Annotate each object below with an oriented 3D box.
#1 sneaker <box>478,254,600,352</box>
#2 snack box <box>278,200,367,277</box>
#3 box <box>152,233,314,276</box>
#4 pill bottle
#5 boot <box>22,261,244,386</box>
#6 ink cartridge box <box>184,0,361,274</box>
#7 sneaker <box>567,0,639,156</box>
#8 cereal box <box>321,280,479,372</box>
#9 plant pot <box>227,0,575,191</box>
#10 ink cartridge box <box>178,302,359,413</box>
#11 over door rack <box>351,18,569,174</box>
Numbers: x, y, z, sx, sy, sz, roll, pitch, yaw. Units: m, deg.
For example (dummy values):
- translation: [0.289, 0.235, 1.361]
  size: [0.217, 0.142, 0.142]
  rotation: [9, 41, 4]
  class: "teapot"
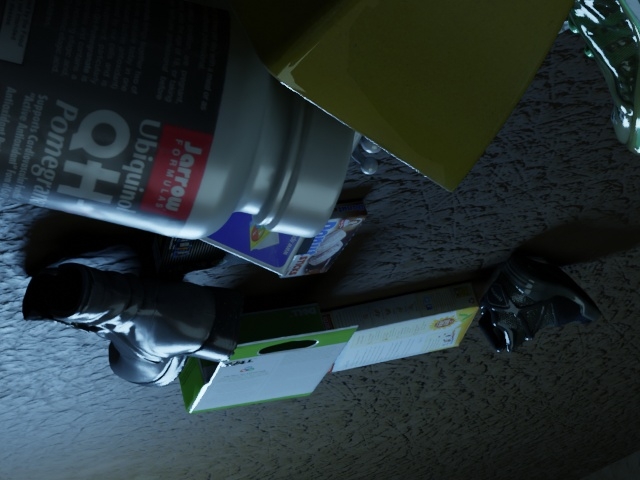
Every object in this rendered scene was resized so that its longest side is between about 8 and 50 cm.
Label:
- translation: [0.306, 0.100, 2.206]
  size: [0.227, 0.087, 0.130]
  rotation: [15, 121, -49]
  class: "sneaker"
- translation: [0.000, 0.000, 1.862]
  size: [0.064, 0.022, 0.178]
  rotation: [-6, 158, -20]
  class: "snack box"
- translation: [-0.088, -0.023, 1.707]
  size: [0.184, 0.045, 0.191]
  rotation: [-6, 159, -15]
  class: "box"
- translation: [-0.142, -0.099, 1.142]
  size: [0.318, 0.176, 0.176]
  rotation: [13, 153, -13]
  class: "pill bottle"
- translation: [-0.250, 0.086, 1.812]
  size: [0.222, 0.118, 0.338]
  rotation: [13, 160, -23]
  class: "boot"
- translation: [-0.077, -0.099, 1.273]
  size: [0.208, 0.045, 0.206]
  rotation: [23, 115, -14]
  class: "ink cartridge box"
- translation: [0.245, -0.222, 1.274]
  size: [0.158, 0.182, 0.410]
  rotation: [-51, 155, -15]
  class: "sneaker"
- translation: [0.099, 0.131, 2.243]
  size: [0.240, 0.047, 0.173]
  rotation: [-10, 158, -12]
  class: "cereal box"
- translation: [0.060, -0.200, 1.093]
  size: [0.187, 0.212, 0.212]
  rotation: [-44, 136, 17]
  class: "plant pot"
- translation: [-0.075, 0.137, 2.066]
  size: [0.188, 0.097, 0.255]
  rotation: [-7, 157, -20]
  class: "ink cartridge box"
- translation: [0.065, -0.149, 1.396]
  size: [0.239, 0.108, 0.324]
  rotation: [4, 152, -44]
  class: "over door rack"
